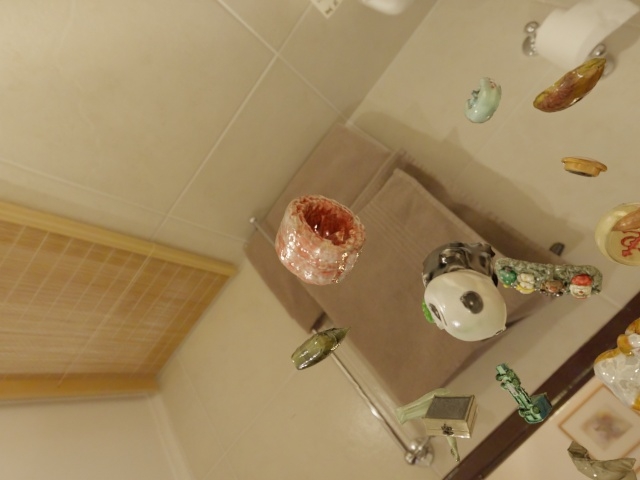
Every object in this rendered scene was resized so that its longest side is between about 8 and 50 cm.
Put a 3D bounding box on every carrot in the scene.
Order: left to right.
[{"bbox_3d":[0.884,-0.067,1.074,0.072,0.072,0.205,37,150,-4],"label":"carrot"}]

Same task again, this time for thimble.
[{"bbox_3d":[0.000,0.000,1.106,0.240,0.162,0.239,18,-140,-16],"label":"thimble"}]

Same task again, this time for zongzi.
[{"bbox_3d":[0.002,0.221,0.836,0.113,0.104,0.052,-12,-115,-55],"label":"zongzi"}]

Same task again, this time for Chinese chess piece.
[{"bbox_3d":[1.184,-0.021,1.506,0.251,0.250,0.097,38,-154,-2],"label":"Chinese chess piece"}]

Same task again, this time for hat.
[{"bbox_3d":[0.755,0.624,1.051,0.147,0.085,0.175,-17,108,54],"label":"hat"}]

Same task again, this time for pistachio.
[{"bbox_3d":[0.538,-0.319,0.857,0.173,0.090,0.049,134,124,-73],"label":"pistachio"}]

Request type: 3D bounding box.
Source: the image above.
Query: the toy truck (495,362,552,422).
[{"bbox_3d":[0.592,0.436,1.173,0.081,0.067,0.175,-22,-112,-27],"label":"toy truck"}]

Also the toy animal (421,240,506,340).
[{"bbox_3d":[0.365,0.142,1.052,0.213,0.212,0.266,35,-141,-13],"label":"toy animal"}]

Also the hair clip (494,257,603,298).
[{"bbox_3d":[0.762,0.139,1.358,0.322,0.091,0.138,3,133,35],"label":"hair clip"}]

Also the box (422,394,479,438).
[{"bbox_3d":[0.235,0.316,0.720,0.083,0.080,0.035,-28,-79,-56],"label":"box"}]

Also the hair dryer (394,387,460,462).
[{"bbox_3d":[0.382,0.629,1.333,0.237,0.207,0.075,-114,1,-50],"label":"hair dryer"}]

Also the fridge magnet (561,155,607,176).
[{"bbox_3d":[0.917,-0.259,1.395,0.143,0.062,0.143,15,-167,-4],"label":"fridge magnet"}]

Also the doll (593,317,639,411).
[{"bbox_3d":[0.791,0.286,0.950,0.163,0.269,0.166,-7,-142,-16],"label":"doll"}]

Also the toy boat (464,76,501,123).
[{"bbox_3d":[0.501,-0.449,1.270,0.079,0.134,0.207,24,-142,-7],"label":"toy boat"}]
